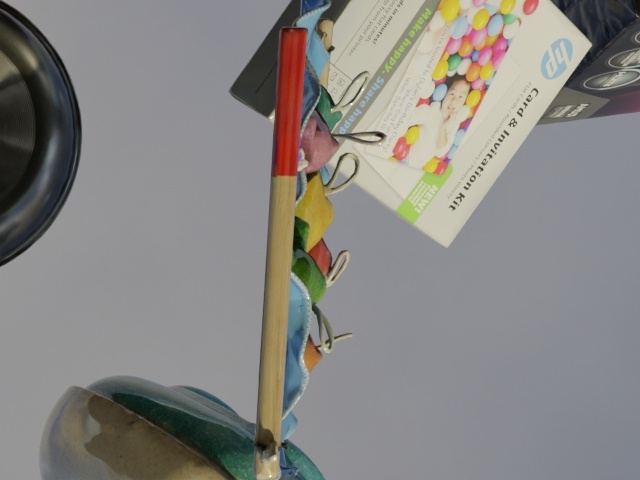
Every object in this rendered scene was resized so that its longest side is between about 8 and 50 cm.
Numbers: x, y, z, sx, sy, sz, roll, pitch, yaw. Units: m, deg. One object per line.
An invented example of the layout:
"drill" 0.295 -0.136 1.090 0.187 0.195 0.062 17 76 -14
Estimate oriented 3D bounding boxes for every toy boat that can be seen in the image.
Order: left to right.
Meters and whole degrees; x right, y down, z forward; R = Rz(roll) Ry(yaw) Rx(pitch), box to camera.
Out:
"toy boat" -0.037 0.195 1.177 0.148 0.318 0.267 -48 -151 -17

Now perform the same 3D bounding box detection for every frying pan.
"frying pan" -0.308 -0.091 1.169 0.326 0.053 0.197 19 -97 -15

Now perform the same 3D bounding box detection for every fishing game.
"fishing game" 0.000 0.000 0.670 0.041 0.264 0.189 5 -86 1

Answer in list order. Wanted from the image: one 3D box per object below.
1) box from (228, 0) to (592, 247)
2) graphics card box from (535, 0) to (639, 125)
"box" 0.053 -0.093 0.987 0.038 0.186 0.145 36 -89 38
"graphics card box" 0.332 -0.173 1.284 0.370 0.233 0.094 -7 -102 -16
